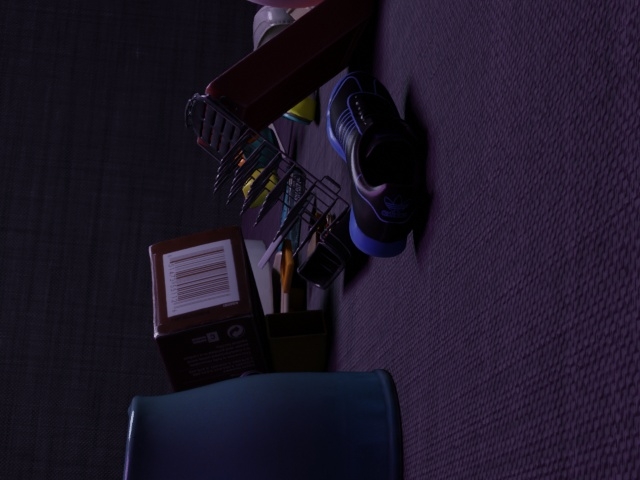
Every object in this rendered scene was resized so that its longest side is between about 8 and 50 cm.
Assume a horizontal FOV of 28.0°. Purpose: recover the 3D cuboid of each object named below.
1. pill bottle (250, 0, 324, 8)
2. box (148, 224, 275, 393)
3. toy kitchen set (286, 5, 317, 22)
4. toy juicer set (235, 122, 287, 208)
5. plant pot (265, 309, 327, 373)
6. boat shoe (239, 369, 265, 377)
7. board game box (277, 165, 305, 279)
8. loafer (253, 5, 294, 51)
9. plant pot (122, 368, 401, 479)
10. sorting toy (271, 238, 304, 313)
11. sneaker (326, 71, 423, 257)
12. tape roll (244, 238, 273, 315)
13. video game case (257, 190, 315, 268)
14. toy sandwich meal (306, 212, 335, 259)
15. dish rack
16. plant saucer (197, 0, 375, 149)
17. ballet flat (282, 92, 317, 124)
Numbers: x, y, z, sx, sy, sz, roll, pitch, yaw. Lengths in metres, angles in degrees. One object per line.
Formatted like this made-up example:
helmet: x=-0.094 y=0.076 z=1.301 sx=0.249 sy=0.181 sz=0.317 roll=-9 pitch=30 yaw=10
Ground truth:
pill bottle: x=-0.020 y=-0.474 z=1.451 sx=0.392 sy=0.224 sz=0.224 roll=106 pitch=167 yaw=-46
box: x=-0.131 y=0.186 z=1.817 sx=0.191 sy=0.143 sz=0.381 roll=-103 pitch=-1 yaw=-49
toy kitchen set: x=0.006 y=-0.346 z=2.019 sx=0.068 sy=0.075 sz=0.083 roll=48 pitch=-175 yaw=29
toy juicer set: x=-0.134 y=-0.199 z=2.381 sx=0.329 sy=0.089 sz=0.209 roll=-83 pitch=-25 yaw=-71
plant pot: x=-0.031 y=0.151 z=1.759 sx=0.081 sy=0.081 sz=0.083 roll=-103 pitch=9 yaw=-68
boat shoe: x=-0.042 y=0.235 z=1.634 sx=0.183 sy=0.065 sz=0.083 roll=57 pitch=154 yaw=14
board game box: x=-0.054 y=-0.032 z=2.258 sx=0.126 sy=0.026 sz=0.186 roll=-125 pitch=40 yaw=-80
loafer: x=-0.065 y=-0.322 z=2.263 sx=0.319 sy=0.112 sz=0.111 roll=92 pitch=176 yaw=-75
plant pot: x=-0.070 y=0.255 z=1.272 sx=0.271 sy=0.255 sz=0.271 roll=-175 pitch=90 yaw=-82
sorting toy: x=-0.054 y=0.143 z=2.076 sx=0.347 sy=0.047 sz=0.196 roll=104 pitch=165 yaw=-51
sneaker: x=0.057 y=-0.096 z=1.235 sx=0.090 sy=0.081 sz=0.232 roll=107 pitch=160 yaw=-47
tape roll: x=-0.139 y=0.189 z=2.207 sx=0.392 sy=0.072 sz=0.392 roll=-178 pitch=90 yaw=-81
video game case: x=-0.053 y=-0.017 z=2.012 sx=0.122 sy=0.011 sz=0.087 roll=-55 pitch=-1 yaw=-45
toy sandwich meal: x=0.000 y=0.000 z=1.791 sx=0.085 sy=0.029 sz=0.085 roll=-175 pitch=90 yaw=-83
dish rack: x=-0.067 y=-0.064 z=1.560 sx=0.074 sy=0.271 sz=0.208 roll=-50 pitch=-1 yaw=-15
plant saucer: x=-0.038 y=-0.215 z=1.641 sx=0.048 sy=0.258 sz=0.259 roll=51 pitch=167 yaw=4
ballet flat: x=-0.042 y=-0.239 z=2.151 sx=0.231 sy=0.077 sz=0.077 roll=-127 pitch=59 yaw=-82
